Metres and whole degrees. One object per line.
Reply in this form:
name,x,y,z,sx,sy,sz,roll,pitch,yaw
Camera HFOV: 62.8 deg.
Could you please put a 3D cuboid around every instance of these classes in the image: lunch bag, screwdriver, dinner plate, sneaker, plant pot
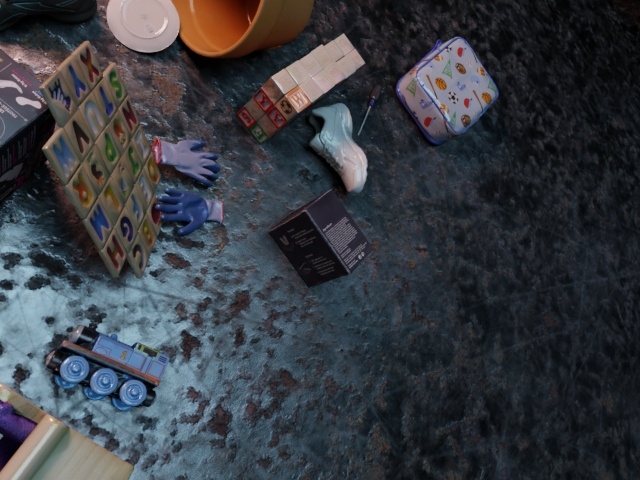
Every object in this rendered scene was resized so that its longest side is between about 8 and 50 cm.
lunch bag,0.361,-0.433,1.490,0.243,0.115,0.303,51,57,-8
screwdriver,0.127,-0.339,1.362,0.024,0.025,0.169,33,60,-21
dinner plate,-0.358,-0.452,1.062,0.141,0.017,0.141,1,86,-19
sneaker,-0.526,-0.441,0.919,0.267,0.106,0.101,-25,92,-34
sneaker,0.030,-0.210,1.233,0.115,0.090,0.232,-11,74,-28
plant pot,-0.149,-0.523,1.098,0.203,0.291,0.290,-14,84,-51

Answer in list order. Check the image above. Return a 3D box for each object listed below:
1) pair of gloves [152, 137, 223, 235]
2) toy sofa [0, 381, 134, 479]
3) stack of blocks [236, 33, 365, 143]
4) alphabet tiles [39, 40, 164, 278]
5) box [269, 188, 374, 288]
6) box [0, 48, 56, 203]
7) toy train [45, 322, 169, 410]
pair of gloves,-0.255,-0.106,1.024,0.159,0.023,0.198,5,78,-50
toy sofa,-0.391,0.275,0.639,0.177,0.363,0.150,45,57,-22
stack of blocks,-0.028,-0.351,1.175,0.087,0.171,0.297,52,55,-10
alphabet tiles,-0.328,-0.119,0.836,0.285,0.011,0.342,-90,171,-51
box,0.000,0.000,1.098,0.093,0.156,0.158,-41,99,-35
box,-0.505,-0.167,0.762,0.163,0.247,0.142,41,59,-16
toy train,-0.347,0.208,0.864,0.184,0.080,0.105,31,53,-20
